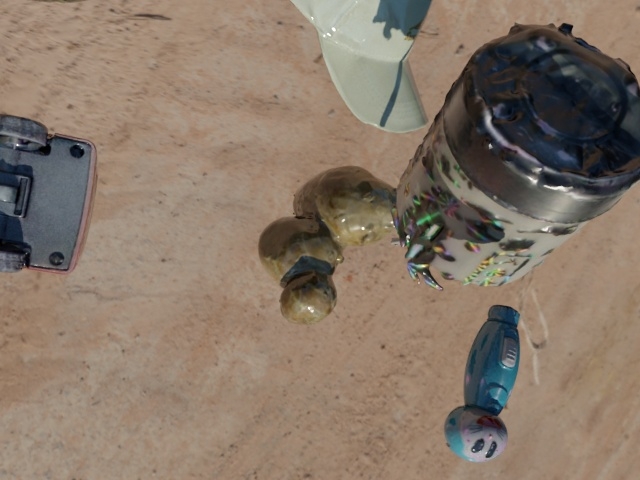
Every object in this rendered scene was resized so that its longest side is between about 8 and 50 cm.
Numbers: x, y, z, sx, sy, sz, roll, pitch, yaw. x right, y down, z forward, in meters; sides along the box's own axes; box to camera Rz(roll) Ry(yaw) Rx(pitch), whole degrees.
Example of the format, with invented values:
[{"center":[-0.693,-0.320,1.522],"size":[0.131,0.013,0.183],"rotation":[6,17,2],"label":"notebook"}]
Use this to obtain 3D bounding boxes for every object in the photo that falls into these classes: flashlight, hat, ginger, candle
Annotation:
[{"center":[0.136,0.117,0.491],"size":[0.051,0.051,0.129],"rotation":[32,66,-37],"label":"flashlight"},{"center":[0.106,-0.306,0.841],"size":[0.258,0.168,0.302],"rotation":[-42,112,-50],"label":"hat"},{"center":[0.000,0.000,1.070],"size":[0.304,0.244,0.155],"rotation":[-56,139,-8],"label":"ginger"},{"center":[0.175,-0.051,0.628],"size":[0.187,0.187,0.330],"rotation":[-22,159,-24],"label":"candle"}]

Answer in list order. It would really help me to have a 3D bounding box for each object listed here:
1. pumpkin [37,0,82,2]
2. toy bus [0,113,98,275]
[{"center":[-0.268,-0.335,0.569],"size":[0.211,0.152,0.212],"rotation":[5,129,7],"label":"pumpkin"},{"center":[-0.529,-0.081,0.800],"size":[0.426,0.233,0.203],"rotation":[11,87,-16],"label":"toy bus"}]
